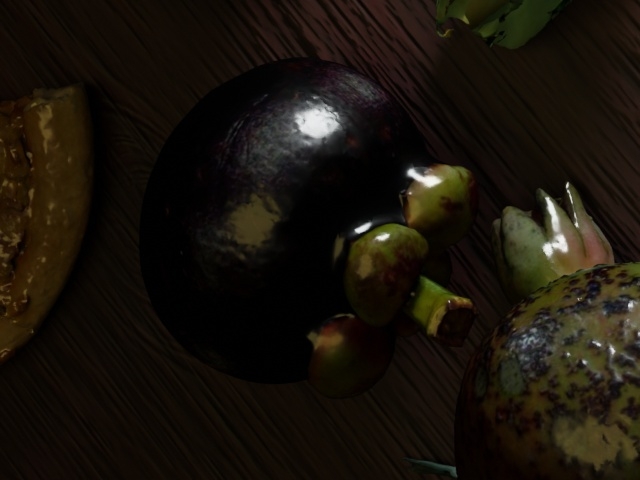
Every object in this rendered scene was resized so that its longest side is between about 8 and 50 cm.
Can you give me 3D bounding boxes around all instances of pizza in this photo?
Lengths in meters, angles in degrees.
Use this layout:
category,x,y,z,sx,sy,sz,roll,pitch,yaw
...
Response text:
category,x,y,z,sx,sy,sz,roll,pitch,yaw
pizza,-0.362,-0.012,1.657,0.409,0.114,0.278,-44,86,18

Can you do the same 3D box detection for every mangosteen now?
category,x,y,z,sx,sy,sz,roll,pitch,yaw
mangosteen,0.000,0.000,1.427,0.302,0.275,0.275,32,108,26

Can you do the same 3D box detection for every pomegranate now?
category,x,y,z,sx,sy,sz,roll,pitch,yaw
pomegranate,0.219,0.106,1.382,0.285,0.285,0.341,-39,52,21

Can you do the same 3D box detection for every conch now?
category,x,y,z,sx,sy,sz,roll,pitch,yaw
conch,0.181,-0.256,1.389,0.143,0.137,0.251,26,106,16

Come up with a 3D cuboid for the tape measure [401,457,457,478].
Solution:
category,x,y,z,sx,sy,sz,roll,pitch,yaw
tape measure,0.174,0.323,1.499,0.330,0.084,0.164,35,104,12
